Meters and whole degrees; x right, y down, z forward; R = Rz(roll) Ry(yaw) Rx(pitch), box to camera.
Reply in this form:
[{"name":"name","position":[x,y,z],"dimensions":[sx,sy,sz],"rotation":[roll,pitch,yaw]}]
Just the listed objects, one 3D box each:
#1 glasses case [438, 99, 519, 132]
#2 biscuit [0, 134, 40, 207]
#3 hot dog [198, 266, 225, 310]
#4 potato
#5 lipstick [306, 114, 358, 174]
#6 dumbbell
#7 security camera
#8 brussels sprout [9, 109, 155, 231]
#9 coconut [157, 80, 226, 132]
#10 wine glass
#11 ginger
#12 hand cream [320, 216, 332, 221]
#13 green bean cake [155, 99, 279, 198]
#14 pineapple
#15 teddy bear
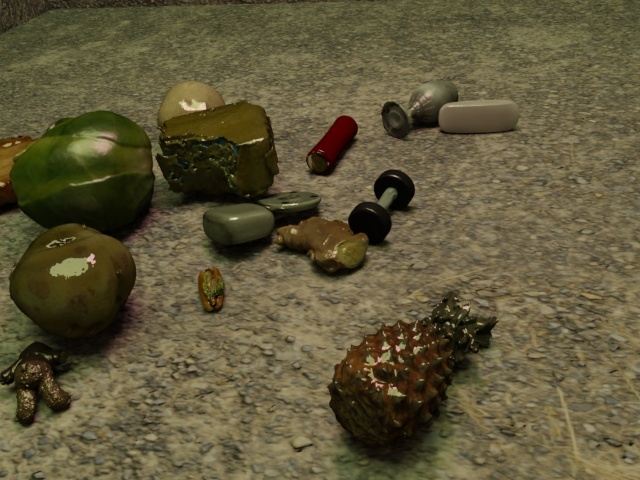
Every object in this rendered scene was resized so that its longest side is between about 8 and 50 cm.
[{"name":"glasses case","position":[0.470,-0.369,1.677],"dimensions":[0.233,0.092,0.059],"rotation":[-2,32,7]},{"name":"biscuit","position":[-0.907,-0.189,1.604],"dimensions":[0.325,0.107,0.326],"rotation":[-6,37,5]},{"name":"hot dog","position":[-0.228,0.096,1.182],"dimensions":[0.056,0.041,0.133],"rotation":[-13,37,-9]},{"name":"potato","position":[-0.503,0.072,1.132],"dimensions":[0.218,0.202,0.351],"rotation":[-42,36,-24]},{"name":"lipstick","position":[0.037,-0.279,1.623],"dimensions":[0.080,0.080,0.241],"rotation":[10,38,20]},{"name":"dumbbell","position":[0.145,-0.082,1.325],"dimensions":[0.100,0.100,0.191],"rotation":[15,41,25]},{"name":"security camera","position":[-0.131,-0.059,1.355],"dimensions":[0.301,0.080,0.157],"rotation":[-19,22,-35]},{"name":"brussels sprout","position":[-0.565,-0.172,1.410],"dimensions":[0.315,0.276,0.371],"rotation":[-16,29,7]},{"name":"coconut","position":[-0.382,-0.374,1.708],"dimensions":[0.224,0.224,0.224],"rotation":[-4,36,3]},{"name":"wine glass","position":[0.309,-0.409,1.726],"dimensions":[0.241,0.126,0.126],"rotation":[-32,44,-27]},{"name":"ginger","position":[0.004,-0.002,1.263],"dimensions":[0.213,0.074,0.137],"rotation":[22,44,40]},{"name":"hand cream","position":[0.031,-0.032,1.342],"dimensions":[0.030,0.019,0.093],"rotation":[-33,47,-30]},{"name":"green bean cake","position":[-0.264,-0.205,1.451],"dimensions":[0.310,0.202,0.285],"rotation":[-9,34,-1]},{"name":"pineapple","position":[0.162,0.185,0.930],"dimensions":[0.175,0.175,0.361],"rotation":[19,34,29]},{"name":"teddy bear","position":[-0.509,0.237,0.999],"dimensions":[0.119,0.078,0.160],"rotation":[-23,41,-16]}]
